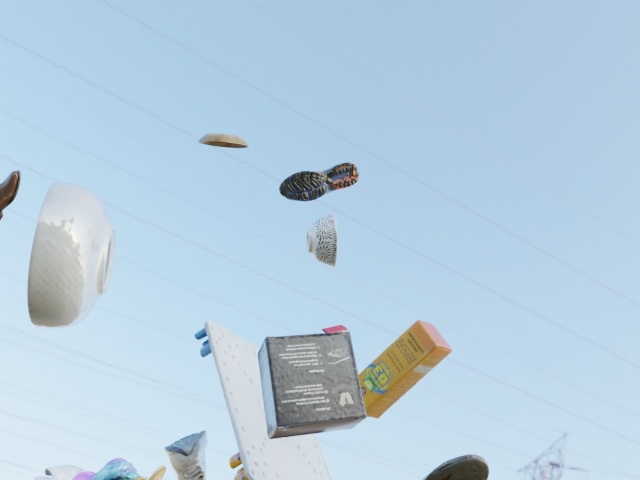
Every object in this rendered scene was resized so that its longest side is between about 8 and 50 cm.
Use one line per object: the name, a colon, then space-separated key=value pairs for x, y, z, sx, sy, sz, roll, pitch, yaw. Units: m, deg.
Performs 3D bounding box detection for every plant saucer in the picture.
plant saucer: x=-0.157 y=-0.163 z=1.030 sx=0.083 sy=0.015 sz=0.083 roll=5 pitch=1 yaw=0

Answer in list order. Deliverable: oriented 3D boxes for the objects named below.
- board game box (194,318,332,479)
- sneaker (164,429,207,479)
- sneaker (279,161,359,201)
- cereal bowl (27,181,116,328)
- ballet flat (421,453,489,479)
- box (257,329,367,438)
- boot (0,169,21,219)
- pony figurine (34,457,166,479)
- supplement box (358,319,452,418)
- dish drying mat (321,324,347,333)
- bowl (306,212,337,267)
board game box: x=-0.122 y=0.410 z=1.450 sx=0.050 sy=0.390 sz=0.390 roll=-34 pitch=-40 yaw=10
sneaker: x=-0.323 y=0.562 z=1.591 sx=0.111 sy=0.129 sz=0.297 roll=-18 pitch=-20 yaw=-18
sneaker: x=-0.007 y=-0.148 z=1.678 sx=0.221 sy=0.083 sz=0.087 roll=-12 pitch=-1 yaw=-21
cereal bowl: x=-0.554 y=0.040 z=1.446 sx=0.141 sy=0.339 sz=0.339 roll=8 pitch=-41 yaw=-11
ballet flat: x=0.209 y=0.450 z=1.139 sx=0.084 sy=0.058 sz=0.250 roll=34 pitch=-60 yaw=-4
box: x=-0.019 y=0.249 z=1.095 sx=0.156 sy=0.158 sz=0.093 roll=-1 pitch=-28 yaw=-18
boot: x=-0.540 y=-0.081 z=0.981 sx=0.114 sy=0.037 sz=0.106 roll=26 pitch=-85 yaw=-44
pony figurine: x=-0.379 y=0.430 z=0.850 sx=0.351 sy=0.363 sz=0.303 roll=13 pitch=-15 yaw=33
supplement box: x=0.161 y=0.274 z=1.331 sx=0.233 sy=0.078 sz=0.080 roll=-48 pitch=-38 yaw=17
dish drying mat: x=0.044 y=0.276 z=1.957 sx=0.083 sy=0.032 sz=0.008 roll=-6 pitch=-68 yaw=-42
bowl: x=0.000 y=0.000 z=1.928 sx=0.080 sy=0.170 sz=0.170 roll=0 pitch=-41 yaw=-7
